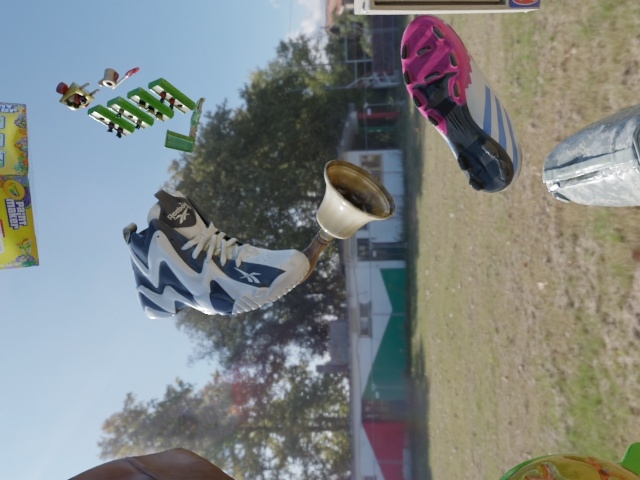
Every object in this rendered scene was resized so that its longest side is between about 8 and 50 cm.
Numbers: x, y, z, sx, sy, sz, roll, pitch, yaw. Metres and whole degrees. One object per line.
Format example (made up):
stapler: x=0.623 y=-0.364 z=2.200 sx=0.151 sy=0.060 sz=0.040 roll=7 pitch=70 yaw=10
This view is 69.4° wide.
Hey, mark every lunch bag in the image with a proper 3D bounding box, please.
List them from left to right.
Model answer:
lunch bag: x=0.649 y=-0.176 z=0.953 sx=0.305 sy=0.255 sz=0.213 roll=170 pitch=87 yaw=-83

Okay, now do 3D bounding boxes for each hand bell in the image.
hand bell: x=0.000 y=0.000 z=0.759 sx=0.242 sy=0.126 sz=0.126 roll=-52 pitch=18 yaw=33

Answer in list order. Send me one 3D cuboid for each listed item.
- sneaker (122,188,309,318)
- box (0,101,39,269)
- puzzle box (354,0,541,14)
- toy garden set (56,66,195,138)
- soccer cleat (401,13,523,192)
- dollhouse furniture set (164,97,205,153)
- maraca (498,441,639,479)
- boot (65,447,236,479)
sneaker: x=-0.140 y=0.004 z=0.565 sx=0.094 sy=0.234 sz=0.153 roll=-56 pitch=-47 yaw=-57
box: x=-0.777 y=-0.128 z=1.086 sx=0.279 sy=0.176 sz=0.290 roll=62 pitch=143 yaw=35
puzzle box: x=0.238 y=-0.542 z=0.800 sx=0.052 sy=0.408 sz=0.272 roll=34 pitch=133 yaw=56
toy garden set: x=-0.453 y=-0.315 z=1.066 sx=0.203 sy=0.244 sz=0.049 roll=31 pitch=-127 yaw=-57
soccer cleat: x=0.254 y=-0.240 z=0.821 sx=0.143 sy=0.116 sz=0.331 roll=-40 pitch=-77 yaw=-44
dollhouse furniture set: x=-0.296 y=-0.251 z=1.009 sx=0.076 sy=0.058 sz=0.152 roll=120 pitch=156 yaw=-43
maraca: x=0.202 y=0.203 z=0.315 sx=0.127 sy=0.185 sz=0.099 roll=-112 pitch=17 yaw=-49
boot: x=-0.037 y=0.233 z=0.371 sx=0.264 sy=0.280 sz=0.096 roll=-1 pitch=-90 yaw=-50
